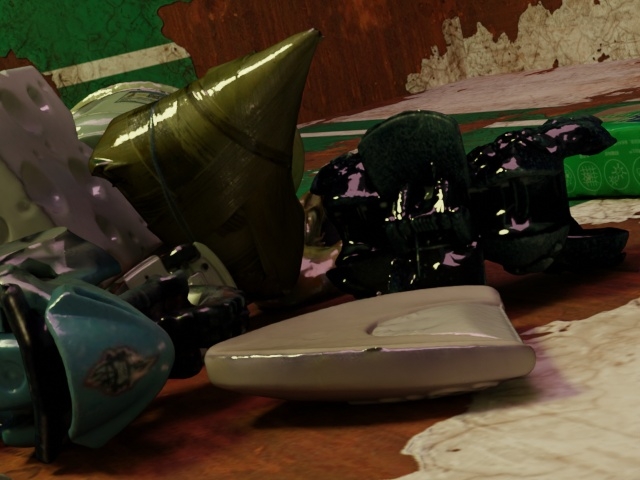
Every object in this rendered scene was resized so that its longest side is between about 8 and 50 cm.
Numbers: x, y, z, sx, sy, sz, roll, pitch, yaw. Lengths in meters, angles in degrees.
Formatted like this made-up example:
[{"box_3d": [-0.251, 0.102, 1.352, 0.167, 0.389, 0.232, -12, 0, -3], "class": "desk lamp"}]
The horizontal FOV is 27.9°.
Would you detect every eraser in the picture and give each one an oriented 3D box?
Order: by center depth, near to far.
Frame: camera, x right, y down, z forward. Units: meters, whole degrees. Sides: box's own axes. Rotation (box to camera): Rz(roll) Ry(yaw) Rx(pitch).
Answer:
[{"box_3d": [0.034, 0.090, 0.996, 0.243, 0.059, 0.204, -9, 10, 3], "class": "eraser"}]

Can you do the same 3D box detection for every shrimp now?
[{"box_3d": [0.001, -0.009, 1.453, 0.145, 0.059, 0.254, -8, 27, 32], "class": "shrimp"}]

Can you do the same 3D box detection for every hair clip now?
[{"box_3d": [0.126, -0.030, 1.219, 0.310, 0.194, 0.206, -10, 3, 24], "class": "hair clip"}]

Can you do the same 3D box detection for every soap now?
[{"box_3d": [0.396, -0.111, 1.557, 0.218, 0.098, 0.273, -26, 13, -30], "class": "soap"}]

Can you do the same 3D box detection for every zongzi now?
[{"box_3d": [-0.048, -0.062, 1.257, 0.274, 0.251, 0.125, -24, 32, 26], "class": "zongzi"}]

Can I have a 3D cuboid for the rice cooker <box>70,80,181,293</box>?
[{"box_3d": [-0.230, -0.057, 1.595, 0.317, 0.264, 0.316, -41, 9, 8], "class": "rice cooker"}]

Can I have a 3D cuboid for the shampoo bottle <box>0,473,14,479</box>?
[{"box_3d": [-0.292, 0.186, 0.867, 0.204, 0.065, 0.065, -8, 11, 30], "class": "shampoo bottle"}]

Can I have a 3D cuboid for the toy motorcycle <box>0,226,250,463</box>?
[{"box_3d": [-0.268, 0.093, 1.052, 0.416, 0.172, 0.232, -6, 9, 9], "class": "toy motorcycle"}]

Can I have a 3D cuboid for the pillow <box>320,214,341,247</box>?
[{"box_3d": [0.000, 0.000, 1.570, 0.208, 0.055, 0.141, -9, 17, 28], "class": "pillow"}]

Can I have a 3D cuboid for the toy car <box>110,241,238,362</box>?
[{"box_3d": [-0.154, 0.075, 1.246, 0.139, 0.112, 0.112, -27, -1, -20], "class": "toy car"}]

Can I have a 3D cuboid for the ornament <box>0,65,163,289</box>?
[{"box_3d": [-0.339, -0.004, 1.284, 0.240, 0.239, 0.240, -38, 4, 13], "class": "ornament"}]

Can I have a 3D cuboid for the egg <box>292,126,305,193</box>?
[{"box_3d": [-0.156, -0.113, 1.966, 0.218, 0.218, 0.295, -23, 1, -43], "class": "egg"}]
